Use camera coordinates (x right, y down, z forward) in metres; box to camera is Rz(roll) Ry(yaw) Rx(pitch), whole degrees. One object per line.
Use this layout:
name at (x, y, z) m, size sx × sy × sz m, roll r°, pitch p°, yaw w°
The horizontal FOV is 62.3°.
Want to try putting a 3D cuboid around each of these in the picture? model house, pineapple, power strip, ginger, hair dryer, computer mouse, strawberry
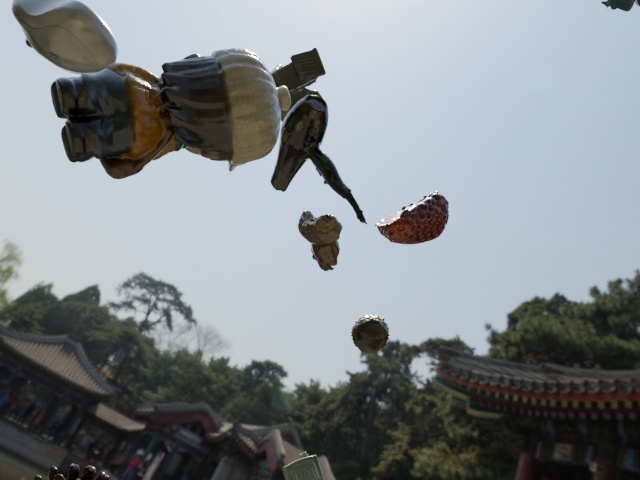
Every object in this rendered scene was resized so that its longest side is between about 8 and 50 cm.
model house at (-0.063, -0.465, 1.592) m, size 0.188 × 0.229 × 0.122 m, roll -19°, pitch -14°, yaw 33°
pineapple at (0.137, 0.249, 1.464) m, size 0.108 × 0.108 × 0.197 m, roll 24°, pitch 0°, yaw 6°
power strip at (-0.020, 0.531, 1.090) m, size 0.075 × 0.175 × 0.042 m, roll -13°, pitch -23°, yaw -23°
ginger at (0.000, 0.001, 1.200) m, size 0.084 × 0.122 × 0.290 m, roll -18°, pitch -15°, yaw -5°
hair dryer at (-0.004, -0.150, 1.315) m, size 0.359 × 0.120 × 0.304 m, roll 55°, pitch -42°, yaw 25°
computer mouse at (-0.603, -0.465, 1.229) m, size 0.296 × 0.121 × 0.184 m, roll 18°, pitch -22°, yaw 25°
strawberry at (0.331, -0.056, 1.797) m, size 0.150 × 0.253 × 0.280 m, roll 61°, pitch 2°, yaw -3°

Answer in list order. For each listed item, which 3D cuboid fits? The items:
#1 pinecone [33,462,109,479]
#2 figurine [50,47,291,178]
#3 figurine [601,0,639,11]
pinecone at (-0.672, 0.718, 1.406) m, size 0.264 × 0.264 × 0.264 m, roll 21°, pitch -28°, yaw 12°
figurine at (-0.201, -0.190, 0.787) m, size 0.204 × 0.332 × 0.185 m, roll -3°, pitch -82°, yaw 41°
figurine at (0.687, -0.536, 1.142) m, size 0.140 × 0.075 × 0.068 m, roll 12°, pitch -15°, yaw 14°
